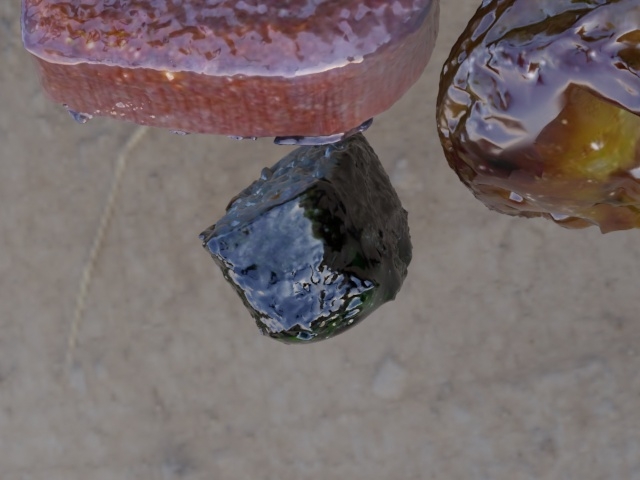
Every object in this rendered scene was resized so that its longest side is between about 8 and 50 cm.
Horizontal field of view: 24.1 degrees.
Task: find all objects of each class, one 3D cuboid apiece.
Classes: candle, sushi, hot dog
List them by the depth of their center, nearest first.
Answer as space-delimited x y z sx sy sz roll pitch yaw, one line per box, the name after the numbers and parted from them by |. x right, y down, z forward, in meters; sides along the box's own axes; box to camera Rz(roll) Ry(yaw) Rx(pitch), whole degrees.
0.220 -0.070 0.888 0.266 0.387 0.174 11 93 22 | hot dog
-0.085 -0.204 1.039 0.317 0.287 0.131 54 170 20 | candle
0.000 0.000 1.137 0.124 0.225 0.127 -27 99 16 | sushi
